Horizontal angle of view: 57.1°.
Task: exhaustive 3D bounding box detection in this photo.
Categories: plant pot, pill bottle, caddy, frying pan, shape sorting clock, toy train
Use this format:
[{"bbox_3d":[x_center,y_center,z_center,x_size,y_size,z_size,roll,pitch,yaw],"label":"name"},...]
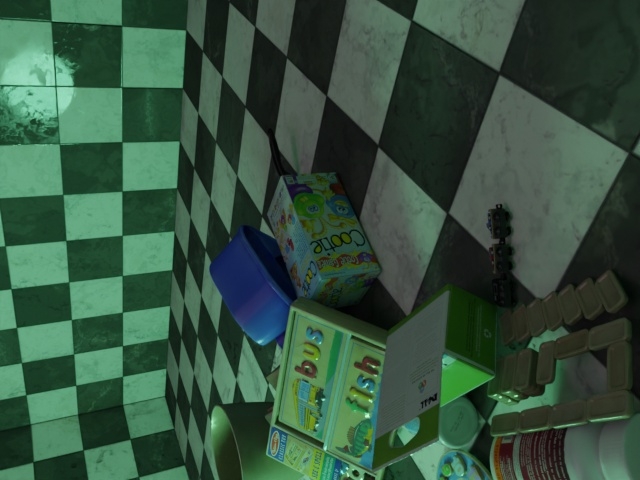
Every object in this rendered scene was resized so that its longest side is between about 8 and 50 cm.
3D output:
[{"bbox_3d":[-0.112,0.517,1.498,0.256,0.274,0.256,23,116,60],"label":"plant pot"},{"bbox_3d":[0.325,0.276,0.732,0.221,0.121,0.121,-43,58,59],"label":"pill bottle"},{"bbox_3d":[-0.109,0.105,1.413,0.179,0.241,0.341,-44,54,9],"label":"caddy"},{"bbox_3d":[-0.091,-0.111,1.554,0.197,0.053,0.326,120,137,-60],"label":"frying pan"},{"bbox_3d":[0.195,0.308,1.040,0.160,0.087,0.087,-12,85,64],"label":"pill bottle"},{"bbox_3d":[0.258,0.461,1.000,0.206,0.040,0.206,22,115,61],"label":"shape sorting clock"},{"bbox_3d":[0.272,0.024,0.892,0.036,0.027,0.158,-174,80,-74],"label":"toy train"}]

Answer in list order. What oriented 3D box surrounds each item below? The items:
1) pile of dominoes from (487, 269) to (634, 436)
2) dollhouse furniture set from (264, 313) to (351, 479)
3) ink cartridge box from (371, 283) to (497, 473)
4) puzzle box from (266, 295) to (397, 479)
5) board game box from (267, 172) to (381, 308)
[{"bbox_3d":[0.315,0.156,0.768,0.251,0.040,0.196,-44,25,58],"label":"pile of dominoes"},{"bbox_3d":[0.065,0.392,1.367,0.303,0.174,0.355,-40,87,33],"label":"dollhouse furniture set"},{"bbox_3d":[0.173,0.224,0.901,0.189,0.097,0.255,-51,19,48],"label":"ink cartridge box"},{"bbox_3d":[0.033,0.342,1.233,0.272,0.052,0.408,19,116,22],"label":"puzzle box"},{"bbox_3d":[0.000,0.000,1.306,0.144,0.142,0.275,117,139,-49],"label":"board game box"}]
